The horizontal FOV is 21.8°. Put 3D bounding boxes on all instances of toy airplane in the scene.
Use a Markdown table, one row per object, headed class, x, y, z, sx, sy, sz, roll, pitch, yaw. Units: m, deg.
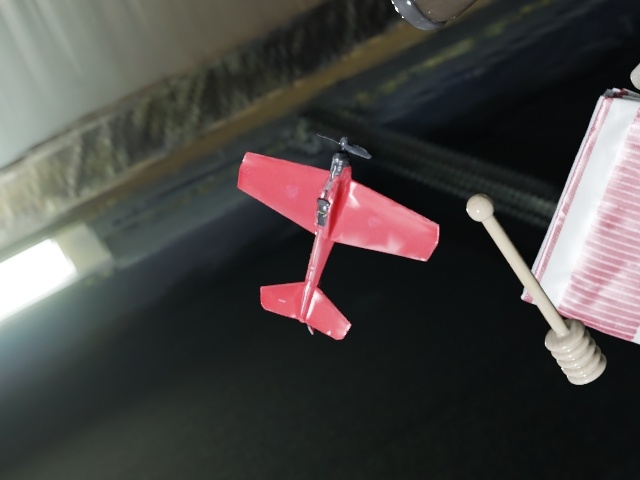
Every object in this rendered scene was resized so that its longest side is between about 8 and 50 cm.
| class | x | y | z | sx | sy | sz | roll | pitch | yaw |
| --- | --- | --- | --- | --- | --- | --- | --- | --- | --- |
| toy airplane | 0.000 | 0.000 | 1.101 | 0.151 | 0.151 | 0.028 | -9 | -167 | 31 |

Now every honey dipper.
| class | x | y | z | sx | sy | sz | roll | pitch | yaw |
| --- | --- | --- | --- | --- | --- | --- | --- | --- | --- |
| honey dipper | 0.141 | 0.032 | 1.111 | 0.030 | 0.161 | 0.030 | -29 | -153 | 17 |

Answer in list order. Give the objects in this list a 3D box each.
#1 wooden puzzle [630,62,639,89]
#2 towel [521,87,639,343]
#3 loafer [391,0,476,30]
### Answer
| class | x | y | z | sx | sy | sz | roll | pitch | yaw |
| --- | --- | --- | --- | --- | --- | --- | --- | --- | --- |
| wooden puzzle | 0.485 | -0.259 | 1.870 | 0.238 | 0.044 | 0.221 | -19 | 165 | -23 |
| towel | 0.386 | 0.010 | 1.596 | 0.329 | 0.237 | 0.037 | 20 | -159 | 3 |
| loafer | 0.103 | -0.254 | 1.163 | 0.078 | 0.220 | 0.080 | -6 | 164 | 40 |
